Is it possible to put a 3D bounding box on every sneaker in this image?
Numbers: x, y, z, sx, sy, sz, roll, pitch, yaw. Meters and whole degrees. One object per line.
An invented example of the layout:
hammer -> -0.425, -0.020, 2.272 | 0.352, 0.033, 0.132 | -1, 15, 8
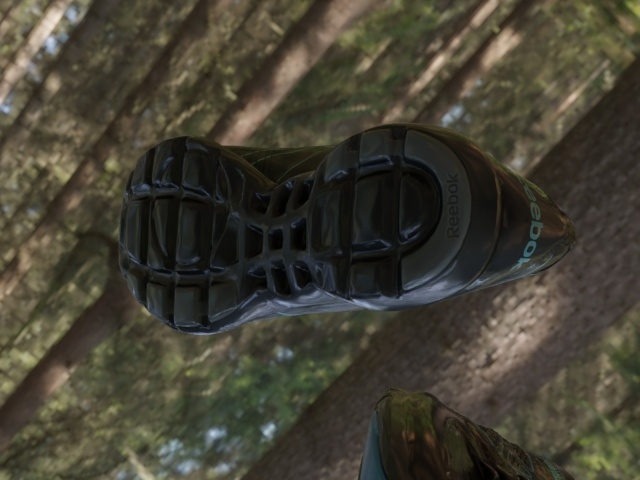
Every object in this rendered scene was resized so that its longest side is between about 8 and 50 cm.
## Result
sneaker -> 0.000, 0.000, 0.605 | 0.106, 0.267, 0.101 | 5, -92, -44
sneaker -> 0.109, 0.169, 0.799 | 0.140, 0.125, 0.341 | 9, 174, 18
